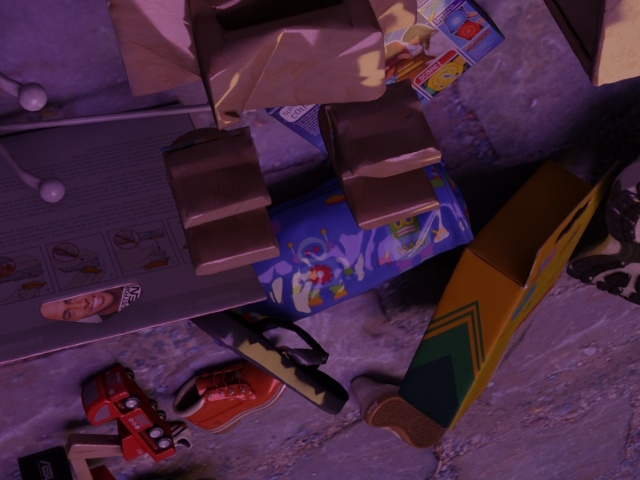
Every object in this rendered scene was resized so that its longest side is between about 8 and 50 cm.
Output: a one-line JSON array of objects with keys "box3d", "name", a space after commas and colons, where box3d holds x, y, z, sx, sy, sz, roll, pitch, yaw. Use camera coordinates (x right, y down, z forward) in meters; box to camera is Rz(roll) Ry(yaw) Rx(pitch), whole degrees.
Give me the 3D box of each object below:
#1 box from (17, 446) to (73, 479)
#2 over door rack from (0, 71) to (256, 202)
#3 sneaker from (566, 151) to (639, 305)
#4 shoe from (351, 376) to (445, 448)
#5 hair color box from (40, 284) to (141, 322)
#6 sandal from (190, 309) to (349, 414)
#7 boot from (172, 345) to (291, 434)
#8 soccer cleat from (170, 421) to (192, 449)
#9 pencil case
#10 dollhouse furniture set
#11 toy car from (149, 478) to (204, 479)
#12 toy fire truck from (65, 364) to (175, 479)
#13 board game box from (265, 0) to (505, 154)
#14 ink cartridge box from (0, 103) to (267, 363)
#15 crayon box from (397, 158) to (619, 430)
[{"box3d": [-0.290, 0.415, 1.500, 0.060, 0.270, 0.216, -15, 143, -14], "name": "box"}, {"box3d": [-0.190, -0.151, 0.979, 0.324, 0.108, 0.239, -16, 144, -14], "name": "over door rack"}, {"box3d": [0.406, -0.037, 1.467, 0.182, 0.158, 0.410, -62, 172, -17], "name": "sneaker"}, {"box3d": [0.111, 0.227, 1.705, 0.076, 0.058, 0.219, -54, 145, 3], "name": "shoe"}, {"box3d": [-0.227, 0.046, 1.263, 0.141, 0.043, 0.072, -6, 141, -25], "name": "hair color box"}, {"box3d": [-0.035, 0.105, 1.218, 0.054, 0.097, 0.254, -54, 146, -4], "name": "sandal"}, {"box3d": [-0.102, 0.172, 1.493, 0.158, 0.059, 0.084, -39, 138, 19], "name": "boot"}, {"box3d": [-0.193, 0.240, 1.539, 0.083, 0.035, 0.029, 6, 134, -38], "name": "soccer cleat"}, {"box3d": [0.000, 0.000, 1.282, 0.306, 0.119, 0.133, -24, 130, -3], "name": "pencil case"}, {"box3d": [0.036, -0.221, 0.922, 0.394, 0.256, 0.362, -15, 143, -7], "name": "dollhouse furniture set"}, {"box3d": [-0.178, 0.387, 1.669, 0.136, 0.159, 0.182, -42, 168, -53], "name": "toy car"}, {"box3d": [-0.245, 0.234, 1.469, 0.135, 0.047, 0.192, -25, 135, 3], "name": "toy fire truck"}, {"box3d": [0.058, -0.164, 1.179, 0.201, 0.035, 0.136, -38, 143, 16], "name": "board game box"}, {"box3d": [-0.209, 0.005, 1.051, 0.275, 0.239, 0.060, -13, 143, -18], "name": "ink cartridge box"}, {"box3d": [0.209, 0.047, 1.427, 0.202, 0.081, 0.318, -42, 160, -42], "name": "crayon box"}]
